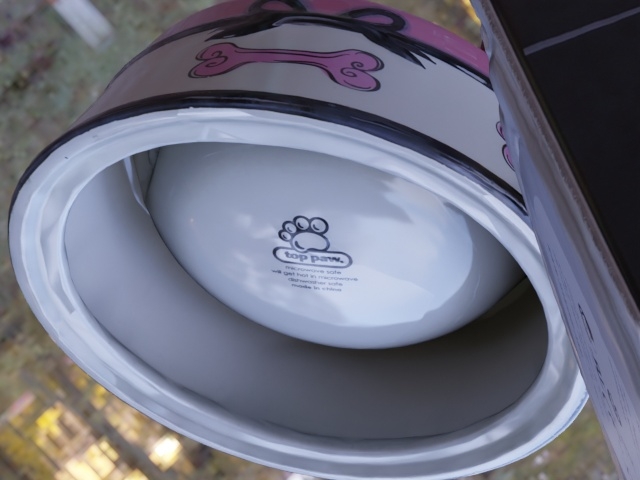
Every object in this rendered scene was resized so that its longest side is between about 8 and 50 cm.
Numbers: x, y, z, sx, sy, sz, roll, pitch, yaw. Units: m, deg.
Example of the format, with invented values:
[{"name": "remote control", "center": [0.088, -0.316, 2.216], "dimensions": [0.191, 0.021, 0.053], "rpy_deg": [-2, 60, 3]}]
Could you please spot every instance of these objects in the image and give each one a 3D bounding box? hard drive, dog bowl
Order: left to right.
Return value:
[{"name": "dog bowl", "center": [0.000, 0.000, 1.054], "dimensions": [0.408, 0.408, 0.150], "rpy_deg": [-40, -155, 48]}, {"name": "hard drive", "center": [0.130, 0.086, 0.415], "dimensions": [0.064, 0.237, 0.339], "rpy_deg": [-21, -137, 4]}]

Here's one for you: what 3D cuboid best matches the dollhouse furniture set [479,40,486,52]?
[{"name": "dollhouse furniture set", "center": [0.188, -0.067, 1.095], "dimensions": [0.129, 0.129, 0.184], "rpy_deg": [-39, 144, -46]}]
